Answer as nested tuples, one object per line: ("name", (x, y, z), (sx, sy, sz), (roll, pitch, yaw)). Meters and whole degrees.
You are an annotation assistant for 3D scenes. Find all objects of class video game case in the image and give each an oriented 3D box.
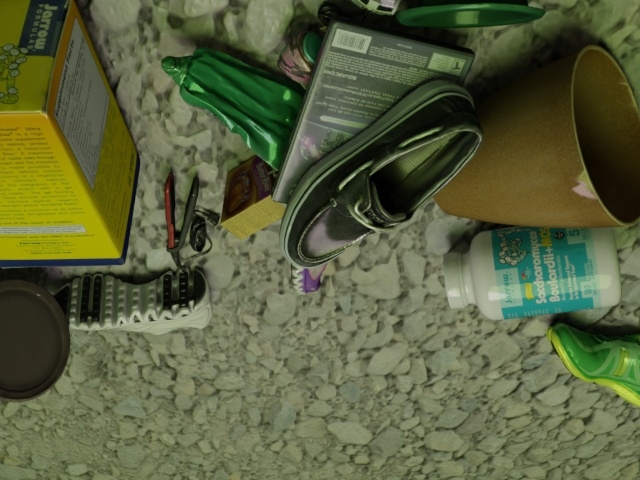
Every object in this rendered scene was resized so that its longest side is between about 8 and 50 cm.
("video game case", (0.065, -0.151, 1.304), (0.196, 0.026, 0.274), (10, 125, -18))

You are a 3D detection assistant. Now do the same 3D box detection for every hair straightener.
("hair straightener", (-0.206, -0.019, 1.577), (0.089, 0.047, 0.230), (7, 140, -4))

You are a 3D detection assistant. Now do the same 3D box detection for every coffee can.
("coffee can", (-0.592, 0.181, 1.669), (0.275, 0.201, 0.201), (-11, 140, 39))

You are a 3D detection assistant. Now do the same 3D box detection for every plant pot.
("plant pot", (0.277, -0.113, 1.325), (0.254, 0.237, 0.237), (-13, 139, 37))

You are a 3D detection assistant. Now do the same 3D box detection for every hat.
("hat", (0.189, -0.357, 1.171), (0.209, 0.183, 0.173), (5, -172, 44))

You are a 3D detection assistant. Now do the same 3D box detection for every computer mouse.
("computer mouse", (0.076, -0.315, 1.222), (0.106, 0.042, 0.193), (23, 142, -15))

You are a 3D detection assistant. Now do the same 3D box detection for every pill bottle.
("pill bottle", (0.331, 0.047, 1.546), (0.264, 0.146, 0.146), (-9, 138, 13))

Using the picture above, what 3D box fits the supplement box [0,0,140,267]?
("supplement box", (-0.385, -0.133, 1.303), (0.195, 0.194, 0.356), (-1, 149, 5))

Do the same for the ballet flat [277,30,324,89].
("ballet flat", (0.037, -0.208, 1.327), (0.222, 0.076, 0.079), (26, 152, -29))

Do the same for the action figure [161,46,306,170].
("action figure", (-0.112, -0.193, 1.325), (0.232, 0.137, 0.063), (25, 173, -29))

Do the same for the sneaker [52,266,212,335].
("sneaker", (-0.330, 0.124, 1.717), (0.292, 0.110, 0.118), (-3, 148, 7))

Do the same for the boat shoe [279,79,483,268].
("boat shoe", (0.069, -0.069, 1.275), (0.121, 0.119, 0.335), (32, 115, -30))

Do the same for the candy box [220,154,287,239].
("candy box", (-0.062, -0.089, 1.440), (0.187, 0.109, 0.053), (-27, 131, 30))

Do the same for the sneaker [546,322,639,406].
("sneaker", (0.532, 0.205, 1.772), (0.296, 0.109, 0.123), (25, 112, -21))

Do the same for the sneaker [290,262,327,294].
("sneaker", (0.000, 0.000, 1.560), (0.105, 0.095, 0.236), (-4, 139, -3))
